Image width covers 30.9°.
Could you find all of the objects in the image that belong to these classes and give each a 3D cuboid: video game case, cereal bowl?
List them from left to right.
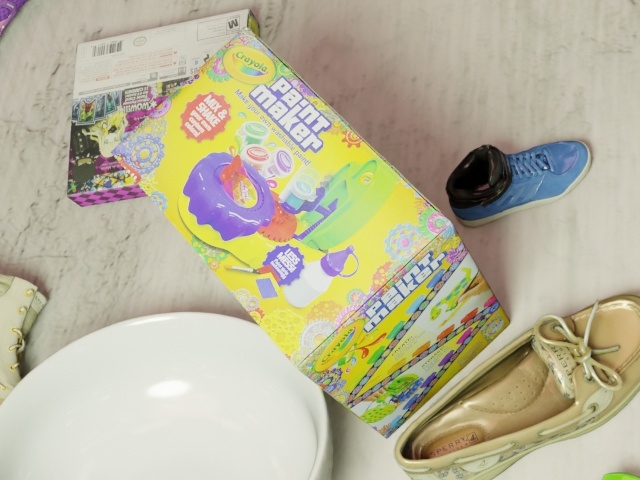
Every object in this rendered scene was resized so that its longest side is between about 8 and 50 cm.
[{"bbox_3d":[-0.184,-0.156,1.367,0.232,0.042,0.210,-9,66,16],"label":"video game case"},{"bbox_3d":[-0.148,0.231,1.109,0.338,0.141,0.339,-6,40,5],"label":"cereal bowl"}]

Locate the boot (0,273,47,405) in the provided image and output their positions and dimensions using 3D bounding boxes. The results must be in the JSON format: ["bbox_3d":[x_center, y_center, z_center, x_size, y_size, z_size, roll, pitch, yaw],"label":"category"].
[{"bbox_3d":[-0.339,0.130,1.282,0.213,0.077,0.165,25,57,2],"label":"boot"}]

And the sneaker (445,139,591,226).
[{"bbox_3d":[0.198,-0.069,1.170,0.152,0.084,0.058,-22,63,10],"label":"sneaker"}]

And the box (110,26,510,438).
[{"bbox_3d":[0.000,0.000,1.104,0.177,0.279,0.290,-43,61,-1],"label":"box"}]

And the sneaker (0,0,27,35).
[{"bbox_3d":[-0.443,-0.264,1.483,0.236,0.095,0.104,-36,68,8],"label":"sneaker"}]

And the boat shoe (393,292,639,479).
[{"bbox_3d":[0.198,0.142,1.081,0.285,0.089,0.104,-37,61,2],"label":"boat shoe"}]

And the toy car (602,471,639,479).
[{"bbox_3d":[0.249,0.317,1.014,0.239,0.053,0.225,13,73,23],"label":"toy car"}]
